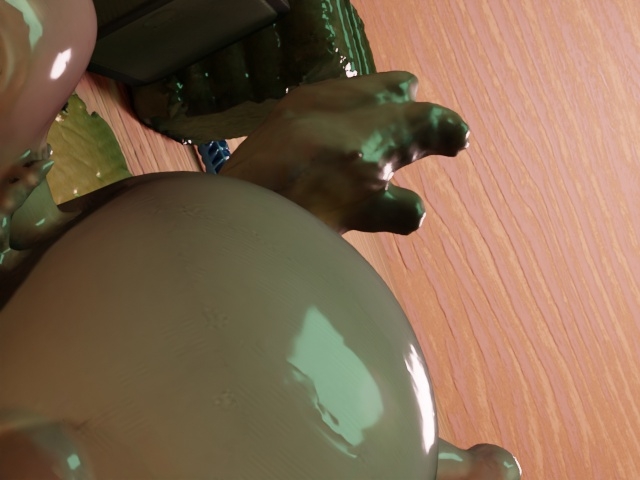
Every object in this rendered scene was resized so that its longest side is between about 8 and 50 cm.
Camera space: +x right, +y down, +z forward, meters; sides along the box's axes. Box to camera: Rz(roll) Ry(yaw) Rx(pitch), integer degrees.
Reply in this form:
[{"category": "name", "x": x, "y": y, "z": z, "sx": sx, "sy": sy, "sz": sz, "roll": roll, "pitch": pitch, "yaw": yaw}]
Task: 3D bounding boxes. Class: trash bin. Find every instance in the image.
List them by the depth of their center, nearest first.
[{"category": "trash bin", "x": -0.184, "y": -0.314, "z": 0.849, "sx": 0.343, "sy": 0.158, "sz": 0.223, "roll": 63, "pitch": 8, "yaw": 1}]

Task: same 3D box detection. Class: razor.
[{"category": "razor", "x": -0.098, "y": -0.037, "z": 1.214, "sx": 0.082, "sy": 0.042, "sz": 0.253, "roll": -30, "pitch": 104, "yaw": -39}]

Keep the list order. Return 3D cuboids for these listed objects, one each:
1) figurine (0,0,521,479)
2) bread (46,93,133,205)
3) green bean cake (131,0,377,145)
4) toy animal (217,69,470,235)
[{"category": "figurine", "x": -0.090, "y": 0.039, "z": 0.459, "sx": 0.361, "sy": 0.211, "sz": 0.253, "roll": 55, "pitch": 26, "yaw": -17}, {"category": "bread", "x": -0.174, "y": -0.024, "z": 0.712, "sx": 0.251, "sy": 0.039, "sz": 0.181, "roll": 21, "pitch": 51, "yaw": -79}, {"category": "green bean cake", "x": -0.070, "y": -0.174, "z": 1.060, "sx": 0.222, "sy": 0.227, "sz": 0.125, "roll": 2, "pitch": 71, "yaw": -76}, {"category": "toy animal", "x": 0.000, "y": 0.000, "z": 0.922, "sx": 0.266, "sy": 0.308, "sz": 0.188, "roll": 64, "pitch": 14, "yaw": 2}]
